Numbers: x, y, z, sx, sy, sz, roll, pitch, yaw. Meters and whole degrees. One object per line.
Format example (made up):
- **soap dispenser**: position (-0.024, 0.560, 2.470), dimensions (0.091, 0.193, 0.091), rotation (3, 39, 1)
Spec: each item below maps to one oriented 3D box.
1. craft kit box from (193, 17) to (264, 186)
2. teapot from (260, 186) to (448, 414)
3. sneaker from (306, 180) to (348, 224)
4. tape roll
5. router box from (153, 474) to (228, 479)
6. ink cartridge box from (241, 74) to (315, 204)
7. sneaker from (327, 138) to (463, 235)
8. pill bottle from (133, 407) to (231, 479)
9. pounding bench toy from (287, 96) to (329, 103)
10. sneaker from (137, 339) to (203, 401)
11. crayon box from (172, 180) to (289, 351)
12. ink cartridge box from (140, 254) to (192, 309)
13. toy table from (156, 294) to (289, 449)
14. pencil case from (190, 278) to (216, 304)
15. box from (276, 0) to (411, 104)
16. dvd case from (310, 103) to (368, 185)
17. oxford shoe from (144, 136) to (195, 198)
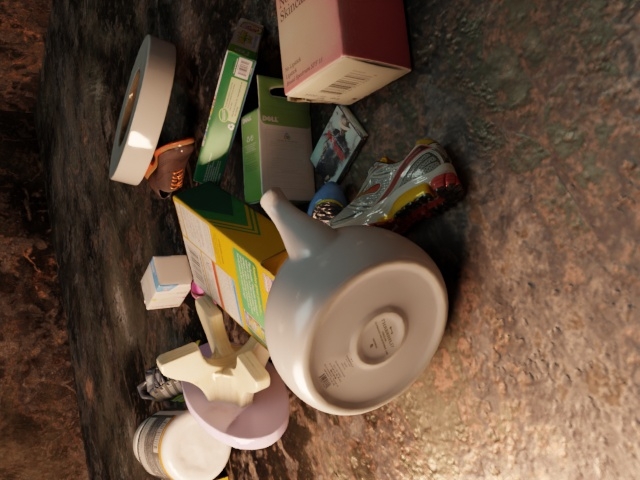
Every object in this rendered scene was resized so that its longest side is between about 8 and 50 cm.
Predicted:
- **craft kit box**: position (-0.170, -0.264, 1.034), dimensions (0.246, 0.061, 0.249), rotation (-89, 20, -58)
- **teapot**: position (0.028, 0.087, 0.717), dimensions (0.187, 0.253, 0.256), rotation (34, 111, 53)
- **sneaker**: position (0.000, 0.000, 0.901), dimensions (0.082, 0.069, 0.209), rotation (-86, 10, -54)
- **tape roll**: position (-0.470, -0.338, 1.439), dimensions (0.392, 0.072, 0.392), rotation (-38, 45, 52)
- **router box**: position (-0.306, 0.691, 1.325), dimensions (0.309, 0.081, 0.242), rotation (-23, 73, 52)
- **ink cartridge box**: position (-0.074, -0.167, 0.945), dimensions (0.062, 0.109, 0.209), rotation (-6, 86, 53)
- **sneaker**: position (0.093, -0.059, 0.752), dimensions (0.225, 0.088, 0.092), rotation (-29, 62, 41)
- **pill bottle**: position (-0.337, 0.478, 1.294), dimensions (0.278, 0.162, 0.162), rotation (-25, 72, 53)
- **pounding bench toy**: position (-0.006, -0.252, 0.902), dimensions (0.065, 0.083, 0.052), rotation (8, 102, 22)
- **sneaker**: position (-0.361, 0.337, 1.353), dimensions (0.300, 0.121, 0.111), rotation (-49, 54, 43)
- **crayon box**: position (-0.119, 0.053, 0.924), dimensions (0.323, 0.083, 0.203), rotation (34, 140, 41)
- **ink cartridge box**: position (-0.404, 0.113, 1.429), dimensions (0.143, 0.092, 0.090), rotation (-48, 54, 43)
- **toy table**: position (-0.163, 0.226, 0.994), dimensions (0.274, 0.252, 0.160), rotation (28, 130, 37)
- **pencil case**: position (-0.206, 0.045, 1.156), dimensions (0.098, 0.095, 0.209), rotation (-86, 19, -53)
- **box**: position (0.025, -0.333, 0.786), dimensions (0.149, 0.127, 0.232), rotation (-15, 80, 54)
- **dvd case**: position (0.027, -0.150, 0.888), dimensions (0.119, 0.013, 0.087), rotation (-57, 48, 37)
- **oxford shoe**: position (-0.366, -0.182, 1.385), dimensions (0.271, 0.097, 0.098), rotation (-24, 90, 58)
